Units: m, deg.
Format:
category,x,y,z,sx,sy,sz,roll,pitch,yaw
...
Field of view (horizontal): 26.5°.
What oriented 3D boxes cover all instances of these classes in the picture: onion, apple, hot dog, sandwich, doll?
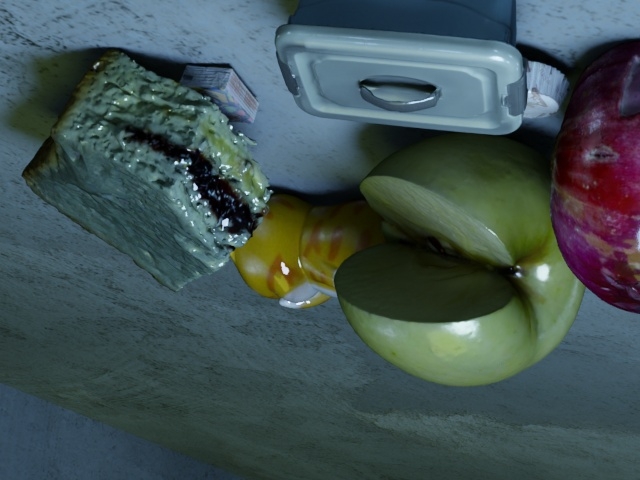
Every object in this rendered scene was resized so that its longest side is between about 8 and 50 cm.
category,x,y,z,sx,sy,sz,roll,pitch,yaw
onion,0.334,-0.049,1.334,0.272,0.231,0.256,4,160,42
apple,0.156,0.019,1.535,0.292,0.292,0.254,26,176,-36
hot dog,0.159,-0.156,1.388,0.192,0.053,0.099,0,157,37
sandwich,-0.196,-0.073,1.591,0.262,0.131,0.325,37,157,-9
doll,0.009,0.017,1.800,0.269,0.162,0.166,-1,178,17

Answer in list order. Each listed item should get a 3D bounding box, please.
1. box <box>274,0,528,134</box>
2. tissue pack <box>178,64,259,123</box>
category,x,y,z,sx,sy,sz,roll,pitch,yaw
box,0.080,-0.178,1.249,0.226,0.130,0.162,6,160,12
tissue pack,-0.114,-0.166,1.532,0.063,0.035,0.083,7,162,23
